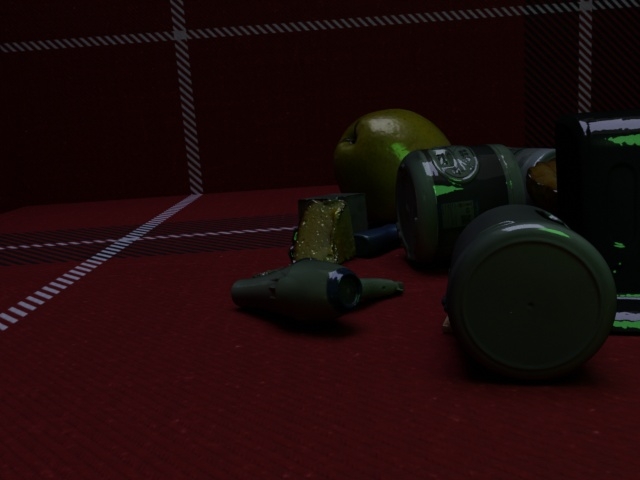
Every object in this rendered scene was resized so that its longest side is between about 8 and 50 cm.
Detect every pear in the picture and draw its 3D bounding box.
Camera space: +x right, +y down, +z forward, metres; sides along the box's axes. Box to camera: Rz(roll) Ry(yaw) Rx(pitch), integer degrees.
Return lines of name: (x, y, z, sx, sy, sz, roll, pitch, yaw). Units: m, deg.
pear: (0.239, -0.220, 1.977, 0.418, 0.362, 0.362, 24, -3, -28)

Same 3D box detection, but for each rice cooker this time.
rice cooker: (0.325, -0.082, 1.459, 0.276, 0.289, 0.288, -4, 11, -4)

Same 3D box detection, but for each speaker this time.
speaker: (0.498, -0.043, 1.056, 0.180, 0.389, 0.184, -2, -6, 15)

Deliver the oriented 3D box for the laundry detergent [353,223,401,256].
laundry detergent: (0.155, -0.005, 1.665, 0.096, 0.061, 0.206, -5, 7, 41)

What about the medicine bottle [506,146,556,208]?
medicine bottle: (0.546, -0.137, 1.730, 0.237, 0.238, 0.232, -11, 13, -33)

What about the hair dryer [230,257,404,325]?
hair dryer: (-0.023, 0.097, 1.195, 0.295, 0.119, 0.298, -3, -5, 26)

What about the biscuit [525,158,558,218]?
biscuit: (0.640, -0.103, 1.470, 0.325, 0.107, 0.326, 4, 24, -2)

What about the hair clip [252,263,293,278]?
hair clip: (-0.068, 0.074, 1.367, 0.187, 0.056, 0.146, -7, 4, 2)

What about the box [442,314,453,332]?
box: (0.239, 0.133, 1.051, 0.058, 0.015, 0.093, 2, 13, 20)

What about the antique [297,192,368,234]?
antique: (0.030, -0.052, 1.731, 0.152, 0.147, 0.148, -13, 13, -42)

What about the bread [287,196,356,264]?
bread: (0.000, 0.000, 1.524, 0.140, 0.169, 0.160, 3, 28, 27)

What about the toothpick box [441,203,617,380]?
toothpick box: (0.284, 0.060, 0.942, 0.229, 0.229, 0.316, -2, 9, 12)

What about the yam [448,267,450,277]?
yam: (0.344, 0.060, 1.236, 0.179, 0.078, 0.078, -3, 11, 23)
